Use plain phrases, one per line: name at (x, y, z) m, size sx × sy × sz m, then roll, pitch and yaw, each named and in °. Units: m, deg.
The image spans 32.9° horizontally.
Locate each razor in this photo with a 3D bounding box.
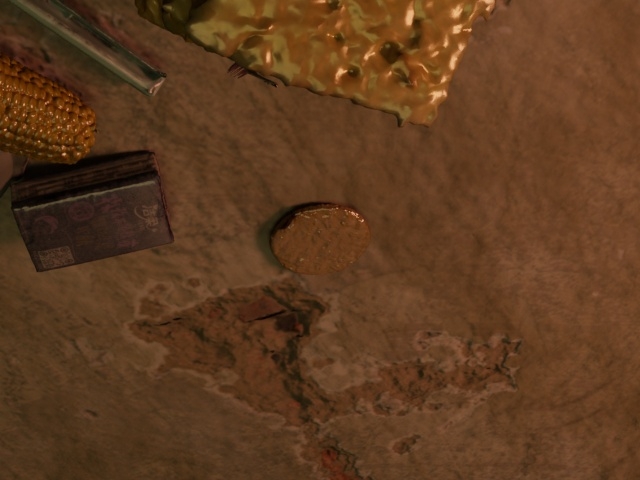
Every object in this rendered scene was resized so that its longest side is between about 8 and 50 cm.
razor at (-0.251, -0.212, 0.968) m, size 0.278 × 0.056 × 0.111 m, roll 34°, pitch 87°, yaw -43°

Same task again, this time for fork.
fork at (-0.049, -0.124, 0.808) m, size 0.016 × 0.115 × 0.012 m, roll 13°, pitch 98°, yaw -21°

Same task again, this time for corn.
corn at (-0.329, -0.143, 0.998) m, size 0.260 × 0.091 × 0.091 m, roll 23°, pitch 108°, yaw -33°

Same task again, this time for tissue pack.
tissue pack at (-0.240, -0.027, 1.153) m, size 0.156 × 0.051 × 0.112 m, roll -12°, pitch 140°, yaw -7°

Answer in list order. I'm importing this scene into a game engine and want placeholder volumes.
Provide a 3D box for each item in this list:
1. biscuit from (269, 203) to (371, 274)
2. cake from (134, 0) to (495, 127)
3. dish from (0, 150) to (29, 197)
biscuit at (0.000, 0.000, 1.254) m, size 0.120 × 0.015 × 0.120 m, roll -5°, pitch 137°, yaw -4°
cake at (-0.012, -0.241, 0.830) m, size 0.227 × 0.286 × 0.222 m, roll 16°, pitch 103°, yaw -20°
dish at (-0.408, -0.056, 1.088) m, size 0.224 × 0.078 × 0.246 m, roll 2°, pitch 137°, yaw -12°
